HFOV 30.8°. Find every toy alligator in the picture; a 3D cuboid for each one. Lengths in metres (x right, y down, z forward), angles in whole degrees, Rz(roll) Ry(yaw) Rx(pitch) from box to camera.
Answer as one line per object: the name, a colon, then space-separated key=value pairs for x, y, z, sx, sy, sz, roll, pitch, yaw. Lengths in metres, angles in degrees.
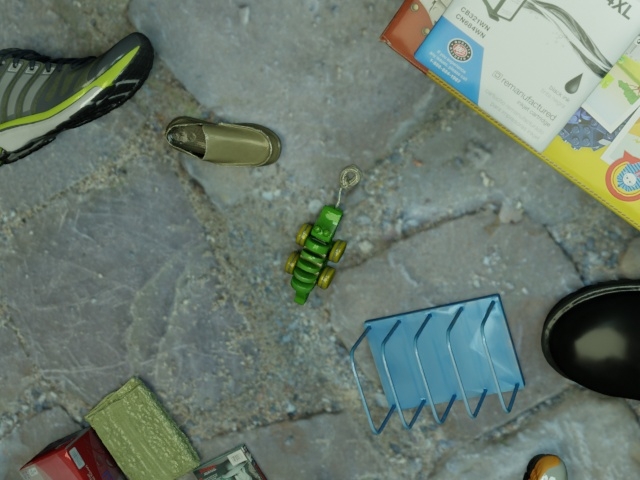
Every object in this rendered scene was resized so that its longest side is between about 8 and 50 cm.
toy alligator: x=0.000 y=0.000 z=1.375 sx=0.056 sy=0.051 sz=0.189 roll=26 pitch=112 yaw=9

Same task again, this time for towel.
towel: x=-0.235 y=0.262 z=1.546 sx=0.110 sy=0.027 sz=0.148 roll=-36 pitch=92 yaw=23

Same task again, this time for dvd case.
dvd case: x=-0.104 y=0.335 z=1.534 sx=0.087 sy=0.013 sz=0.119 roll=-30 pitch=96 yaw=23

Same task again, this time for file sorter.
file sorter: x=0.133 y=0.148 z=1.350 sx=0.170 sy=0.104 sz=0.118 roll=-13 pitch=101 yaw=22

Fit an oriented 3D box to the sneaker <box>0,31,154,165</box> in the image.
sneaker: x=-0.336 y=-0.186 z=1.400 sx=0.300 sy=0.111 sz=0.121 roll=-24 pitch=94 yaw=21

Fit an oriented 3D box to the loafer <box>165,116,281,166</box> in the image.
loafer: x=-0.120 y=-0.113 z=1.380 sx=0.148 sy=0.050 sz=0.056 roll=7 pitch=109 yaw=16

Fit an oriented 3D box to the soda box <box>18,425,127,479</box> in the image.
soda box: x=-0.293 y=0.390 z=1.574 sx=0.092 sy=0.083 sz=0.263 roll=-26 pitch=96 yaw=23

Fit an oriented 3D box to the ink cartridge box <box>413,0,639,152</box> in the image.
ink cartridge box: x=0.203 y=-0.204 z=1.016 sx=0.148 sy=0.086 sz=0.203 roll=37 pitch=115 yaw=4

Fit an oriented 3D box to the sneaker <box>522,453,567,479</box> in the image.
sneaker: x=0.299 y=0.367 z=1.378 sx=0.121 sy=0.099 sz=0.262 roll=-1 pitch=114 yaw=11

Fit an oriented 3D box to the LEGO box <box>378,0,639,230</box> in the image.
LEGO box: x=0.374 y=-0.207 z=1.113 sx=0.500 sy=0.193 sz=0.372 roll=36 pitch=113 yaw=5

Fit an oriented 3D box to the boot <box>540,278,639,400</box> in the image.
boot: x=0.388 y=0.140 z=1.178 sx=0.348 sy=0.260 sz=0.131 roll=2 pitch=107 yaw=17
